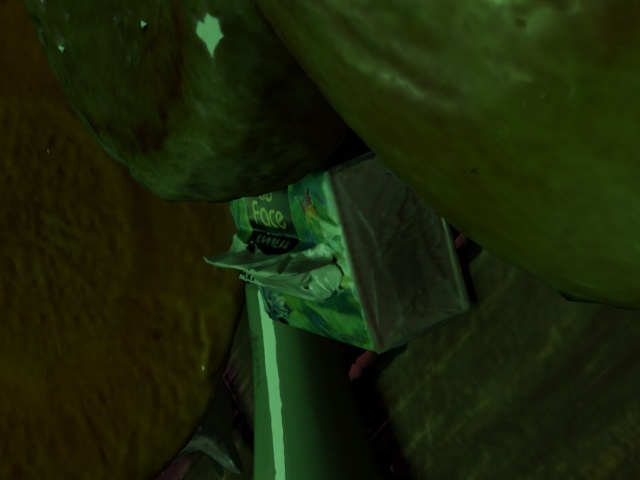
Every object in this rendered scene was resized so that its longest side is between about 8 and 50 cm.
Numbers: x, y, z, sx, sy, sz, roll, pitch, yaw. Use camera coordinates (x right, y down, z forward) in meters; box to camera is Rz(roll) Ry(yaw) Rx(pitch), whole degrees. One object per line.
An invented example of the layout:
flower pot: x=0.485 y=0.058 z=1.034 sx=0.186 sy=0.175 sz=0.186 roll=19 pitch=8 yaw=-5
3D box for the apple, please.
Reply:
apple: x=0.080 y=-0.149 z=0.490 sx=0.346 sy=0.254 sz=0.179 roll=66 pitch=-162 yaw=7

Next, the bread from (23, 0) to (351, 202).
bread: x=-0.044 y=-0.131 z=0.785 sx=0.230 sy=0.123 sz=0.230 roll=44 pitch=144 yaw=45

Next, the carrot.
carrot: x=-0.165 y=0.000 z=1.010 sx=0.100 sy=0.258 sz=0.307 roll=116 pitch=142 yaw=-82

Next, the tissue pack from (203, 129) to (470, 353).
tissue pack: x=0.000 y=0.000 z=0.855 sx=0.111 sy=0.079 sz=0.085 roll=13 pitch=123 yaw=63

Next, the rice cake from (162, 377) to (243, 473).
rice cake: x=-0.136 y=0.146 z=1.241 sx=0.290 sy=0.051 sz=0.081 roll=-33 pitch=77 yaw=52

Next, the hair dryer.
hair dryer: x=-0.013 y=0.106 z=1.016 sx=0.225 sy=0.088 sz=0.219 roll=-123 pitch=27 yaw=-63
